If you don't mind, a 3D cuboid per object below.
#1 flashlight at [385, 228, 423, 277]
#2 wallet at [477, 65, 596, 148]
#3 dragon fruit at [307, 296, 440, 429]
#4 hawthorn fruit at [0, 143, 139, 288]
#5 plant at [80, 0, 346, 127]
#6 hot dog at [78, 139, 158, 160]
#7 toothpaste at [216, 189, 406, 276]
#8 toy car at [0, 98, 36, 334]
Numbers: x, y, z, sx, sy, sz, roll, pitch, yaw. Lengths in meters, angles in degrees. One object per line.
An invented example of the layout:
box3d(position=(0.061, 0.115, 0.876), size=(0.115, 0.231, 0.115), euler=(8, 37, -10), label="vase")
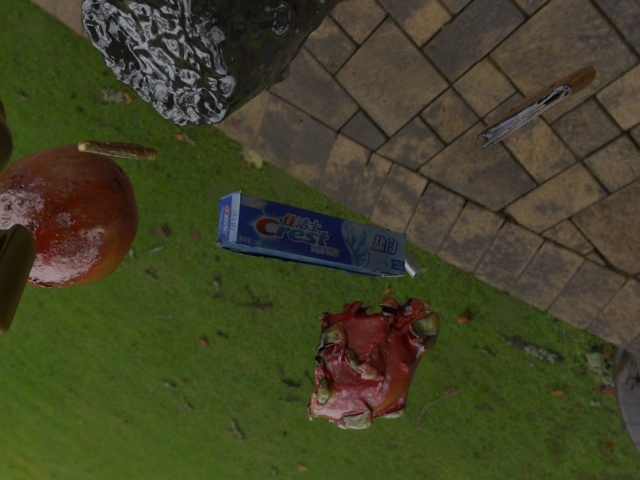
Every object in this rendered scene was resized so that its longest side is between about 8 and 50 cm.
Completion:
box3d(position=(0.121, 0.018, 0.848), size=(0.083, 0.018, 0.018), euler=(51, 146, 19), label="flashlight")
box3d(position=(0.402, -0.246, 1.045), size=(0.195, 0.161, 0.042), euler=(-29, 97, 47), label="wallet")
box3d(position=(0.059, 0.129, 0.650), size=(0.150, 0.208, 0.133), euler=(51, 150, 24), label="dragon fruit")
box3d(position=(-0.497, -0.032, 1.021), size=(0.276, 0.307, 0.275), euler=(9, 109, 29), label="hawthorn fruit")
box3d(position=(-0.080, -0.251, 0.546), size=(0.199, 0.276, 0.188), euler=(40, 155, -10), label="plant")
box3d(position=(-0.346, -0.156, 0.965), size=(0.044, 0.137, 0.028), euler=(16, 103, 49), label="hot dog")
box3d(position=(0.000, 0.000, 0.723), size=(0.272, 0.066, 0.053), euler=(12, 166, -36), label="toothpaste")
box3d(position=(-0.261, -0.041, 0.336), size=(0.143, 0.200, 0.247), euler=(-2, 132, -8), label="toy car")
